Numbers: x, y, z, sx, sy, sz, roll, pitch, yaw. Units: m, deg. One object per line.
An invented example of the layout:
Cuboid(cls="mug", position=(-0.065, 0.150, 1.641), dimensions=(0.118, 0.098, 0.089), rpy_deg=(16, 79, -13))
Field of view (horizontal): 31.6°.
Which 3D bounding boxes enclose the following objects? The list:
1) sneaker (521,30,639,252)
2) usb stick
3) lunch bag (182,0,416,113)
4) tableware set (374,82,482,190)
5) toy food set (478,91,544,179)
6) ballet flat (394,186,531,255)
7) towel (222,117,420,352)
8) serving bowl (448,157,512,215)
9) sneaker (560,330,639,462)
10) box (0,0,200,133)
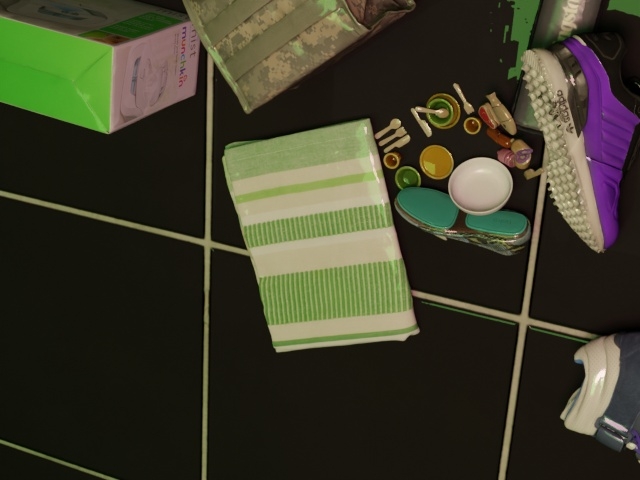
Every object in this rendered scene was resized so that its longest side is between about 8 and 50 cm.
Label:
Cuboid(cls="sneaker", position=(0.349, -0.121, 1.369), dimensions=(0.146, 0.102, 0.293), rpy_deg=(-24, 122, -5))
Cuboid(cls="usb stick", position=(0.296, -0.259, 1.373), dimensions=(0.077, 0.045, 0.278), rpy_deg=(21, 117, 19))
Cuboid(cls="lunch bag", position=(-0.060, -0.349, 1.436), dimensions=(0.235, 0.169, 0.287), rpy_deg=(-27, 96, 39))
Cuboid(cls="tableware set", position=(0.147, -0.131, 1.511), dimensions=(0.154, 0.024, 0.104), rpy_deg=(-30, 95, 32))
Cuboid(cls="toy food set", position=(0.236, -0.128, 1.449), dimensions=(0.122, 0.019, 0.078), rpy_deg=(55, 167, -1))
Cuboid(cls="ballet flat", position=(0.189, -0.020, 1.516), dimensions=(0.188, 0.070, 0.070), rpy_deg=(18, 117, 22))
Cuboid(cls="towel", position=(0.000, 0.000, 1.632), dimensions=(0.248, 0.038, 0.325), rpy_deg=(-8, 105, 27))
Cuboid(cls="serving bowl", position=(0.211, -0.067, 1.484), dimensions=(0.083, 0.083, 0.027), rpy_deg=(17, 159, 20))
Cuboid(cls="sneaker", position=(0.438, 0.264, 1.479), dimensions=(0.236, 0.130, 0.323), rpy_deg=(0, 115, 37))
Cuboid(cls="box", position=(-0.335, -0.260, 1.575), dimensions=(0.262, 0.231, 0.127), rpy_deg=(18, 117, 20))
